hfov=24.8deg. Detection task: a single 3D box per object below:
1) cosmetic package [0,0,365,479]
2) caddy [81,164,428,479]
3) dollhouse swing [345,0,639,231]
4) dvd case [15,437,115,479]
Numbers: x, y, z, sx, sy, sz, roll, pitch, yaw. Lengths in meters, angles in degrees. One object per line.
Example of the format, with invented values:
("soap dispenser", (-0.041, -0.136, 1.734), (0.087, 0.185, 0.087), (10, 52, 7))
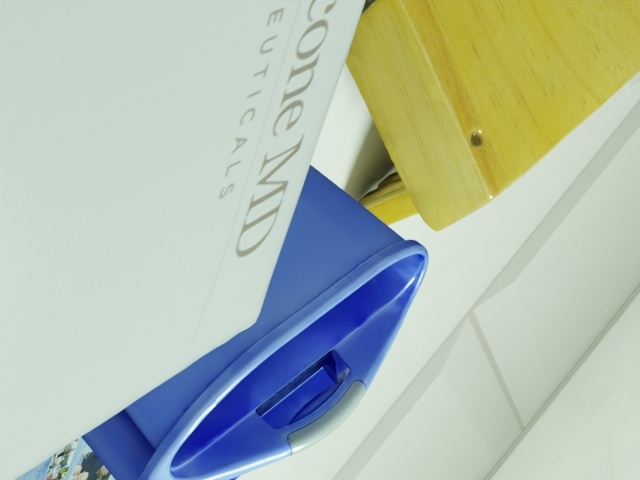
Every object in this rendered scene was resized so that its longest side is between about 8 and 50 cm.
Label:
("cosmetic package", (-0.225, -0.091, 0.530), (0.393, 0.327, 0.329), (-32, 151, -45))
("caddy", (-0.051, 0.096, 1.210), (0.341, 0.179, 0.241), (-36, 159, -34))
("dollhouse swing", (0.146, -0.204, 1.493), (0.347, 0.305, 0.315), (-40, 114, -29))
("dvd case", (-0.202, 0.151, 1.300), (0.180, 0.022, 0.253), (-66, 160, 11))
